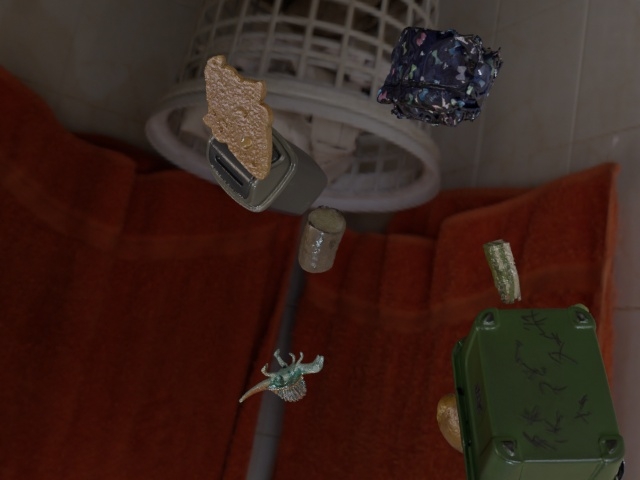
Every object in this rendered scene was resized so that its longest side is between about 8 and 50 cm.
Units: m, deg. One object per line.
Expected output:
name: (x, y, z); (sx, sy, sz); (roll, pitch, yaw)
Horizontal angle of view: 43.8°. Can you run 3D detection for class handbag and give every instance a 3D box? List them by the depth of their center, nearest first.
handbag: (0.208, -0.289, 1.426); (0.113, 0.162, 0.260); (22, 180, -37)

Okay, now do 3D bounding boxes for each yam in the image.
yam: (0.001, 0.002, 1.544); (0.084, 0.084, 0.127); (11, 133, -2)

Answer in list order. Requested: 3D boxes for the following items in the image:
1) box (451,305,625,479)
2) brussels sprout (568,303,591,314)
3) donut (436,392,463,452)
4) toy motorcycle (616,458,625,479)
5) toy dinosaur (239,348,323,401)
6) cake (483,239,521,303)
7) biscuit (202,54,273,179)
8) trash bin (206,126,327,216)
box: (0.367, 0.271, 1.338); (0.252, 0.329, 0.178); (-1, 145, -1)
brussels sprout: (0.539, 0.179, 1.694); (0.085, 0.058, 0.085); (1, 132, 2)
donut: (0.343, 0.351, 1.622); (0.226, 0.114, 0.227); (-18, 150, -11)
toy motorcycle: (0.535, 0.566, 1.502); (0.222, 0.341, 0.108); (-20, 173, -20)
toy dinosaur: (-0.077, 0.296, 1.672); (0.106, 0.187, 0.044); (36, -179, 5)
cake: (0.387, 0.065, 1.674); (0.051, 0.140, 0.055); (-18, 174, -3)
biscuit: (-0.153, -0.235, 1.533); (0.162, 0.250, 0.035); (-13, -168, 36)
trash bin: (-0.125, -0.168, 1.862); (0.209, 0.182, 0.290); (44, -168, 24)
